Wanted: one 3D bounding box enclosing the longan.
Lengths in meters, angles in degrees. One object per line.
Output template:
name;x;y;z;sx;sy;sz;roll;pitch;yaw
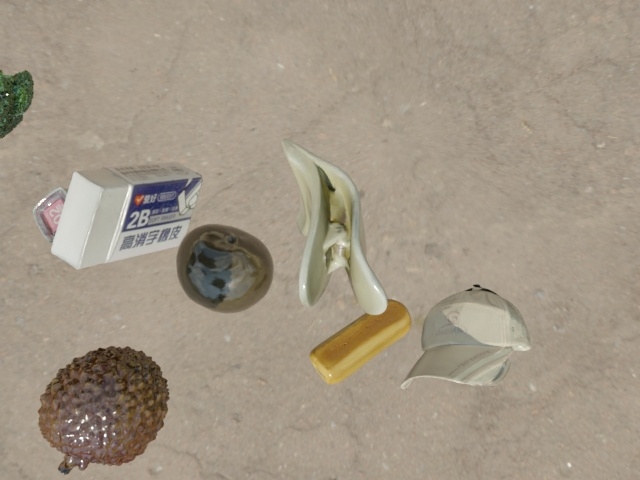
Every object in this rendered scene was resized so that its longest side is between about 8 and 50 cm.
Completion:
longan;-0.203;0.063;1.570;0.220;0.196;0.196;13;99;21

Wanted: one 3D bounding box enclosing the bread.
bread;0.090;0.218;1.573;0.239;0.074;0.092;-31;52;-20

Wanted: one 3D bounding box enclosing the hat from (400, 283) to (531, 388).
hat;0.226;0.167;1.272;0.219;0.226;0.164;-12;84;41

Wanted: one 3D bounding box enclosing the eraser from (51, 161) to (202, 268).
eraser;-0.262;-0.039;1.014;0.068;0.210;0.124;31;110;19

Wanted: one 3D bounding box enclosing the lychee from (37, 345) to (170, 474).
lychee;-0.360;0.282;1.210;0.200;0.200;0.238;33;93;1

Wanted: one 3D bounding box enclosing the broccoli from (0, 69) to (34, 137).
broccoli;-0.587;-0.259;1.161;0.254;0.269;0.269;-10;97;-5

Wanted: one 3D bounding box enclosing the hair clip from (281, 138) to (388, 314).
hair clip;0.018;-0.007;1.040;0.113;0.282;0.172;-9;133;0

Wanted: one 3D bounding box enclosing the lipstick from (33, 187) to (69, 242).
lipstick;-0.388;-0.036;1.292;0.077;0.253;0.079;-36;79;13
